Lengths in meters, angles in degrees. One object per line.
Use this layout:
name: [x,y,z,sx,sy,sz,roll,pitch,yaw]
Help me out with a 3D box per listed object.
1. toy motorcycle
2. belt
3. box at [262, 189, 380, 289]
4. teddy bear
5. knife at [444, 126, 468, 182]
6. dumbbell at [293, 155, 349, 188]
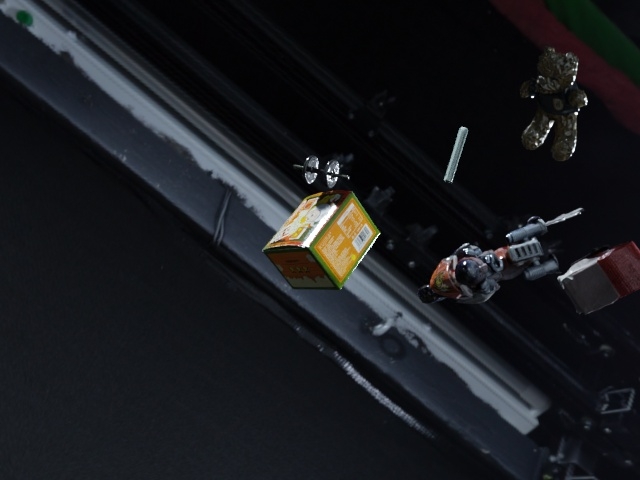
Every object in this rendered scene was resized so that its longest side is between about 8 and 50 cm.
toy motorcycle: [0.409,0.046,1.290,0.400,0.207,0.134,-19,-106,3]
belt: [0.654,0.080,1.345,0.128,0.201,0.124,-18,-107,-42]
box: [0.000,0.000,1.377,0.148,0.177,0.195,54,-124,-26]
teddy bear: [0.553,-0.329,1.371,0.129,0.181,0.252,-30,-52,-34]
knife: [0.372,-0.235,1.594,0.023,0.044,0.162,19,-96,-5]
dumbbell: [0.001,-0.162,1.366,0.147,0.069,0.069,16,-127,24]
